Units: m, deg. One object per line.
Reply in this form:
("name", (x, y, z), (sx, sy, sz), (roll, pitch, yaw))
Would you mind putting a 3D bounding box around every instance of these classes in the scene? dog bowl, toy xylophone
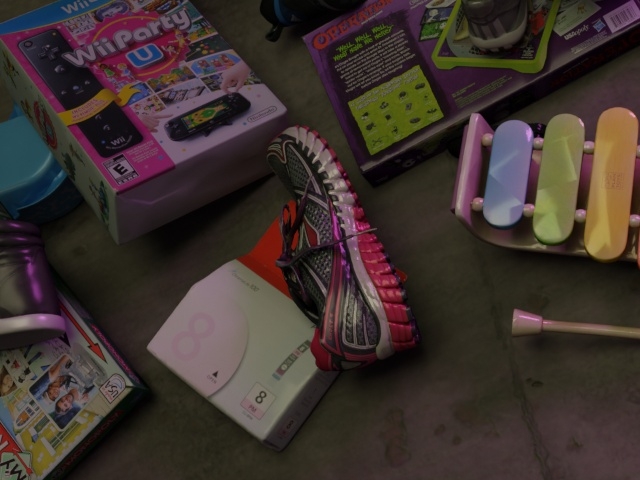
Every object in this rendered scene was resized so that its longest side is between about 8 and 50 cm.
("dog bowl", (-0.406, -0.079, 1.758), (0.297, 0.074, 0.166), (-17, 62, 16))
("toy xylophone", (0.290, -0.020, 1.389), (0.322, 0.081, 0.236), (-2, 69, 11))

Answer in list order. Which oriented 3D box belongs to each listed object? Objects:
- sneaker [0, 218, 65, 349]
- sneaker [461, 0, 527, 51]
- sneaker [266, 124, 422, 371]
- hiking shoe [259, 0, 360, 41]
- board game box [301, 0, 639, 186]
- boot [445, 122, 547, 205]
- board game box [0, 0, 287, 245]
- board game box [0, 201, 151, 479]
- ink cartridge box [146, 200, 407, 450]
("sneaker", (-0.424, 0.051, 1.582), (0.295, 0.104, 0.147), (-9, 75, 13))
("sneaker", (0.176, -0.326, 1.516), (0.086, 0.132, 0.229), (-11, 64, 20))
("sneaker", (0.000, 0.000, 1.493), (0.112, 0.121, 0.299), (-24, 53, -1))
("hiking shoe", (-0.015, -0.389, 1.696), (0.132, 0.113, 0.304), (-21, 49, 38))
("board game box", (0.167, -0.226, 1.579), (0.346, 0.056, 0.208), (-28, 64, 11))
("boot", (0.189, -0.070, 1.502), (0.121, 0.045, 0.099), (-4, 68, 21))
("board game box", (-0.210, -0.166, 1.646), (0.224, 0.097, 0.303), (-27, 55, -21))
("board game box", (-0.364, 0.126, 1.621), (0.213, 0.046, 0.317), (-45, 68, 6))
("ink cartridge box", (-0.049, 0.080, 1.538), (0.189, 0.066, 0.232), (34, 88, 32))
